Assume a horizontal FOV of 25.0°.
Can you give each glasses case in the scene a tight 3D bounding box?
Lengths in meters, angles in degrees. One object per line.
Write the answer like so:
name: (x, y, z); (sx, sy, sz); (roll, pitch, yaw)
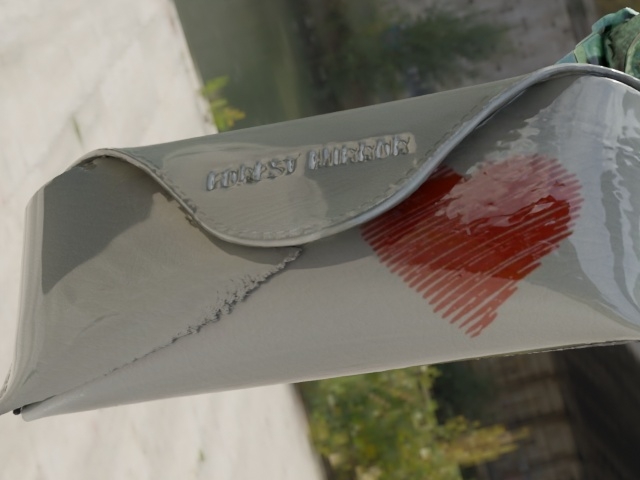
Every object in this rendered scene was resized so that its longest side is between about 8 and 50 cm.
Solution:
glasses case: (0.000, 0.002, 0.598); (0.128, 0.308, 0.083); (-80, 156, -52)

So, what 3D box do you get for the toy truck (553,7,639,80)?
toy truck: (0.284, -0.041, 1.090); (0.155, 0.156, 0.278); (11, 55, -43)
